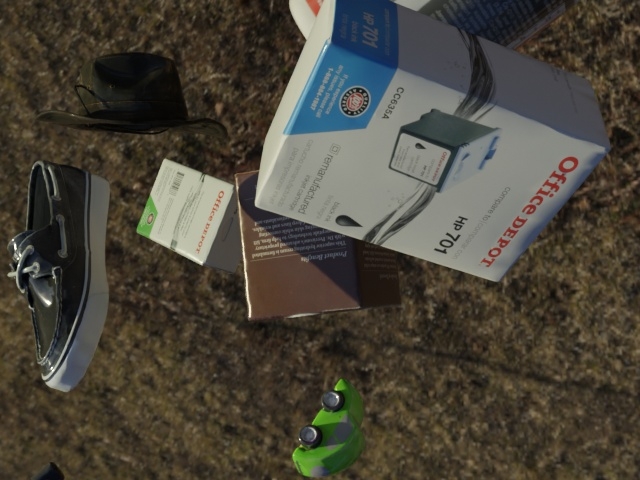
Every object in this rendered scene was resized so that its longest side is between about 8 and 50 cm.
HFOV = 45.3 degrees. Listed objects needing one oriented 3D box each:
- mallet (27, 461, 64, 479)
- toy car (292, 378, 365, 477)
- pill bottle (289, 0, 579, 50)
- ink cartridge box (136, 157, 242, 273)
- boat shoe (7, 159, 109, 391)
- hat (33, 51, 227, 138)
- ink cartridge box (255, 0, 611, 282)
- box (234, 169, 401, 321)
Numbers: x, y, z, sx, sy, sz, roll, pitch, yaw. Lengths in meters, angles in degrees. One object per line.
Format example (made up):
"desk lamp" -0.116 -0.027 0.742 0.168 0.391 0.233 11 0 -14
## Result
"mallet" -0.272 0.217 0.537 0.039 0.189 0.062 27 155 52
"toy car" -0.014 0.230 0.703 0.053 0.225 0.239 23 151 24
"pill bottle" 0.163 -0.299 0.847 0.363 0.210 0.210 -36 118 14
"ink cartridge box" -0.220 -0.046 1.393 0.208 0.153 0.087 24 -178 40
"boat shoe" -0.306 0.027 0.877 0.102 0.301 0.108 23 134 -35
"hat" -0.316 -0.252 1.319 0.331 0.331 0.134 4 93 9
"ink cartridge box" 0.069 -0.066 0.516 0.190 0.082 0.140 18 132 -12
"box" 0.000 0.000 1.058 0.168 0.167 0.203 -8 85 23
